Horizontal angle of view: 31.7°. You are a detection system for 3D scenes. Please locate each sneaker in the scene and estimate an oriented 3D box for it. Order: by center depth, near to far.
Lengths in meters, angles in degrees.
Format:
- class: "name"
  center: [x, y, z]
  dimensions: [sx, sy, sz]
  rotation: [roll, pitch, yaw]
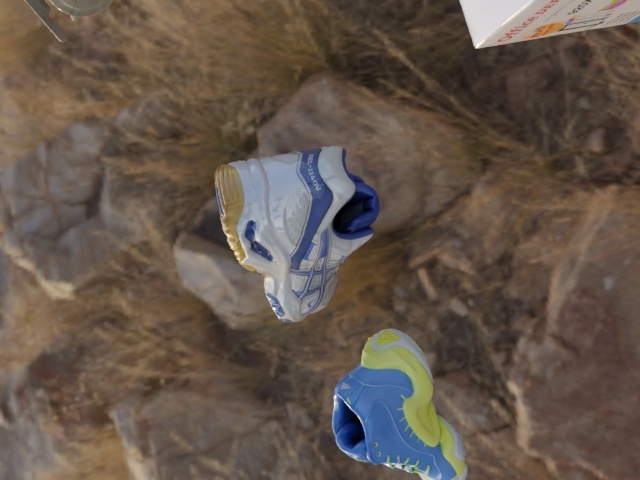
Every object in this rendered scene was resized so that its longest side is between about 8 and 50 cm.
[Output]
- class: "sneaker"
  center: [0.000, 0.000, 1.075]
  dimensions: [0.296, 0.131, 0.111]
  rotation: [57, -161, -71]
- class: "sneaker"
  center: [0.075, 0.212, 1.225]
  dimensions: [0.091, 0.126, 0.240]
  rotation: [23, 143, 52]

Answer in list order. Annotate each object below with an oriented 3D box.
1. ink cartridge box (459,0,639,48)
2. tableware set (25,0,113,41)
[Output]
- class: "ink cartridge box"
  center: [0.253, -0.301, 1.062]
  dimensions: [0.171, 0.233, 0.168]
  rotation: [145, 110, -68]
- class: "tableware set"
  center: [-0.291, -0.325, 1.199]
  dimensions: [0.194, 0.128, 0.039]
  rotation: [51, 176, -33]
